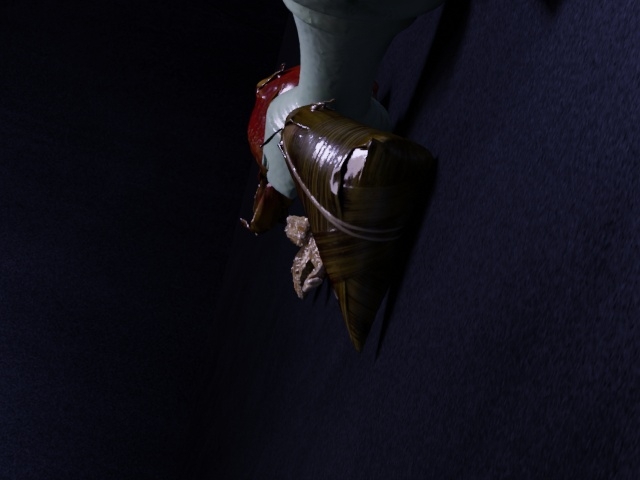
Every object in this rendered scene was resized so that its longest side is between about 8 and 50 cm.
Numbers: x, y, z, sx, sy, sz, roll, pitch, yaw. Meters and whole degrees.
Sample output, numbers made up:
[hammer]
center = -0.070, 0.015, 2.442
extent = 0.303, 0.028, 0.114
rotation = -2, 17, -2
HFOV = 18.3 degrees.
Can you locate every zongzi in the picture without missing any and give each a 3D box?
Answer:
[zongzi]
center = 0.009, -0.018, 1.708
extent = 0.187, 0.084, 0.184
rotation = 32, 113, 57

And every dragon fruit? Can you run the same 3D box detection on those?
[dragon fruit]
center = -0.026, -0.095, 2.113
extent = 0.125, 0.125, 0.246
rotation = 50, 133, 28

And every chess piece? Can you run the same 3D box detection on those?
[chess piece]
center = 0.019, -0.179, 1.842
extent = 0.195, 0.194, 0.299
rotation = -82, 1, -51

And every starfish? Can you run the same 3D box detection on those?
[starfish]
center = -0.010, -0.002, 2.158
extent = 0.210, 0.053, 0.150
rotation = -88, 11, -59
